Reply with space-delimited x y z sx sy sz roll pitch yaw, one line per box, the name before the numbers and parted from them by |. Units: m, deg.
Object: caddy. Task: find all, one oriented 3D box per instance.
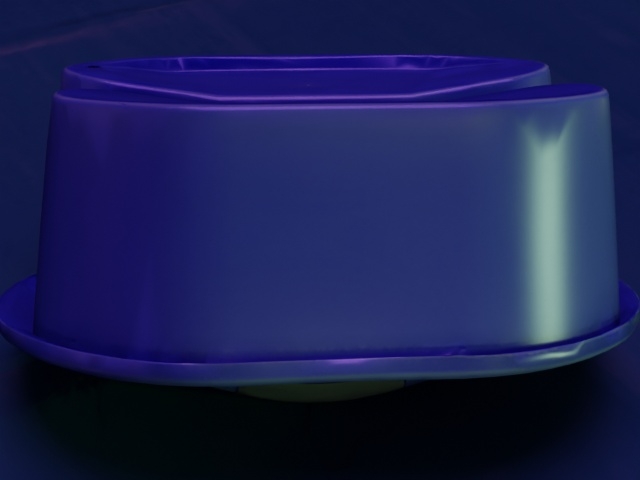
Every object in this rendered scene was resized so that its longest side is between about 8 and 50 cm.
caddy | 0.000 0.000 0.808 0.341 0.179 0.241 -1 12 -6
